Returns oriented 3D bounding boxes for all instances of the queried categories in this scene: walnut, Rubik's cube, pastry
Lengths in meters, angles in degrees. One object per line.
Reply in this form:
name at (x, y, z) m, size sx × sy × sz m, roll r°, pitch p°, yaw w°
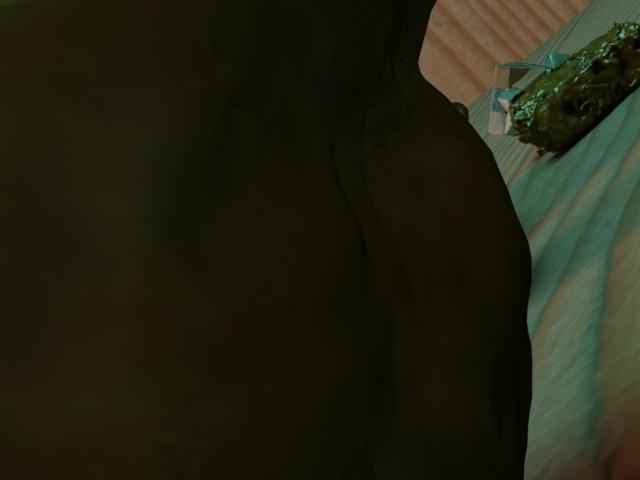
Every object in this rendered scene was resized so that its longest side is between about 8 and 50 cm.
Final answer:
walnut at (-0.110, 0.033, 0.476) m, size 0.383 × 0.383 × 0.383 m, roll -41°, pitch 3°, yaw 3°
Rubik's cube at (0.187, -0.117, 1.519) m, size 0.073 × 0.075 × 0.084 m, roll 10°, pitch 27°, yaw 21°
pastry at (0.212, -0.123, 1.431) m, size 0.140 × 0.056 × 0.080 m, roll -35°, pitch 10°, yaw -6°

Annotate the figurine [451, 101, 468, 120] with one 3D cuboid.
figurine at (0.014, -0.012, 1.306) m, size 0.207 × 0.166 × 0.387 m, roll -60°, pitch 6°, yaw -19°
